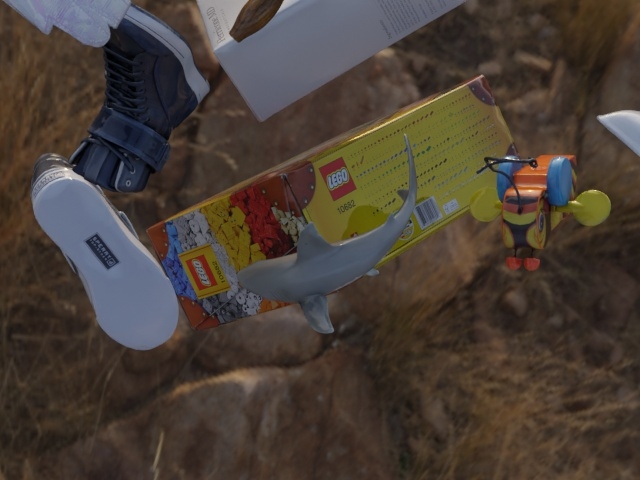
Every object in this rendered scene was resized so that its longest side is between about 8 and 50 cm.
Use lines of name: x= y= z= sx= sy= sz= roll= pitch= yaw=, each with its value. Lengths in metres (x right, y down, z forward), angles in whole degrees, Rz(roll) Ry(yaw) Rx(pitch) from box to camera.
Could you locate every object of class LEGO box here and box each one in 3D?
LEGO box: x=0.033 y=-0.063 z=2.021 sx=0.500 sy=0.372 sz=0.193 roll=-29 pitch=97 yaw=-41

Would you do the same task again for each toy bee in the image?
toy bee: x=0.290 y=-0.042 z=1.761 sx=0.298 sy=0.195 sz=0.162 roll=-4 pitch=98 yaw=-43

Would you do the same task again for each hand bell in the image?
hand bell: x=-0.031 y=-0.354 z=1.629 sx=0.242 sy=0.126 sz=0.126 roll=-46 pitch=76 yaw=9

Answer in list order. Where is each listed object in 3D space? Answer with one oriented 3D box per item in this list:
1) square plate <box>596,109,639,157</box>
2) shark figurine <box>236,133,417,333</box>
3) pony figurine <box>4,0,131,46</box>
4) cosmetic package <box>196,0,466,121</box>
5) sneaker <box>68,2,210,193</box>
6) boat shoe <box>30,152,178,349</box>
square plate: x=0.486 y=-0.046 z=1.426 sx=0.347 sy=0.049 sz=0.344 roll=42 pitch=17 yaw=12
shark figurine: x=0.026 y=-0.004 z=1.517 sx=0.278 sy=0.116 sz=0.166 roll=-33 pitch=40 yaw=-1
pony figurine: x=-0.243 y=-0.364 z=0.933 sx=0.351 sy=0.303 sz=0.363 roll=28 pitch=12 yaw=-38
cosmetic package: x=0.014 y=-0.361 z=1.842 sx=0.365 sy=0.155 sz=0.197 roll=-30 pitch=39 yaw=5
sneaker: x=-0.198 y=-0.138 z=1.236 sx=0.086 sy=0.226 sz=0.163 roll=31 pitch=80 yaw=21
boat shoe: x=-0.280 y=0.014 z=1.590 sx=0.108 sy=0.301 sz=0.102 roll=-32 pitch=37 yaw=0
